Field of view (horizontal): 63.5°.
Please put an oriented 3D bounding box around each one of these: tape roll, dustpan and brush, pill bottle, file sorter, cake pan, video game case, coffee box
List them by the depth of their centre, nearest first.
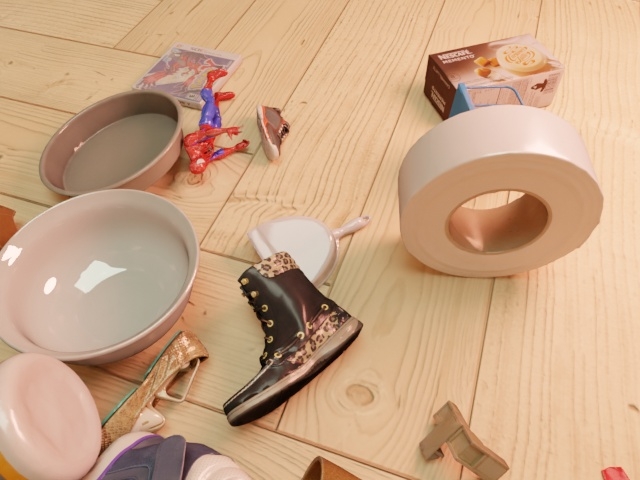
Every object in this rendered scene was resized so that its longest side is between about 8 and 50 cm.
[{"bbox_3d":[-0.413,0.261,0.589,0.278,0.162,0.162,-32,56,3],"label":"pill bottle"},{"bbox_3d":[0.260,-0.060,0.776,0.286,0.286,0.100,2,52,3],"label":"tape roll"},{"bbox_3d":[0.000,0.000,0.886,0.211,0.060,0.147,-30,70,-12],"label":"dustpan and brush"},{"bbox_3d":[0.294,-0.180,0.942,0.105,0.170,0.118,-2,52,-5],"label":"file sorter"},{"bbox_3d":[-0.393,-0.181,1.001,0.293,0.054,0.293,-8,52,10],"label":"cake pan"},{"bbox_3d":[0.365,-0.344,1.108,0.247,0.098,0.141,-14,53,-10],"label":"coffee box"},{"bbox_3d":[-0.309,-0.391,1.212,0.183,0.023,0.201,16,55,14],"label":"video game case"}]

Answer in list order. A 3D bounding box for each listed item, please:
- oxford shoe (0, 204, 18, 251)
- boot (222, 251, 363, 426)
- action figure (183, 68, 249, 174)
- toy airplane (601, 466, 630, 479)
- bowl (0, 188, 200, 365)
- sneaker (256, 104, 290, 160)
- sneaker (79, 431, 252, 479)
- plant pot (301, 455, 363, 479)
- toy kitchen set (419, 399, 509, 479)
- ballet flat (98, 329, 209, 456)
[{"bbox_3d":[-0.538,0.024,0.873,0.076,0.076,0.212,9,52,-44],"label":"oxford shoe"},{"bbox_3d":[-0.076,0.132,0.744,0.236,0.085,0.178,-32,69,-29],"label":"boot"},{"bbox_3d":[-0.191,-0.238,1.044,0.139,0.091,0.280,-2,51,12],"label":"action figure"},{"bbox_3d":[0.410,0.344,0.618,0.151,0.028,0.151,-1,51,1],"label":"toy airplane"},{"bbox_3d":[-0.319,0.071,0.784,0.298,0.134,0.297,-1,53,1],"label":"bowl"},{"bbox_3d":[-0.091,-0.228,1.059,0.065,0.061,0.158,-7,53,-12],"label":"sneaker"},{"bbox_3d":[-0.197,0.361,0.527,0.236,0.130,0.323,6,44,32],"label":"sneaker"},{"bbox_3d":[0.074,0.375,0.504,0.254,0.237,0.237,22,55,-1],"label":"plant pot"},{"bbox_3d":[0.184,0.276,0.682,0.068,0.075,0.083,-48,19,11],"label":"toy kitchen set"},{"bbox_3d":[-0.228,0.217,0.713,0.067,0.073,0.206,32,62,7],"label":"ballet flat"}]
